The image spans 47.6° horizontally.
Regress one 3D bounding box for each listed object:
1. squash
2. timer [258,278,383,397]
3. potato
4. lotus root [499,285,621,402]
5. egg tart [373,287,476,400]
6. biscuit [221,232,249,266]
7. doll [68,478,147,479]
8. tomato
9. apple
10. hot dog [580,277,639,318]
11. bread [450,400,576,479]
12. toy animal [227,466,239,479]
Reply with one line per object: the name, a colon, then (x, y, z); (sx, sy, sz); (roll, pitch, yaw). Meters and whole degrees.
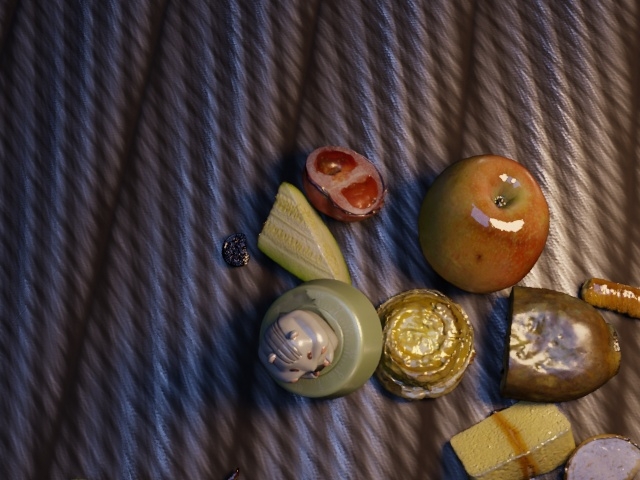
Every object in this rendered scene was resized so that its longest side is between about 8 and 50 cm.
squash: (0.000, 0.000, 1.826); (0.288, 0.111, 0.203); (30, 109, 15)
timer: (-0.032, 0.229, 1.625); (0.290, 0.315, 0.291); (-1, 86, 17)
potato: (0.612, 0.539, 1.636); (0.138, 0.098, 0.243); (35, 85, 16)
lotus root: (0.561, 0.243, 1.675); (0.260, 0.149, 0.267); (8, 62, 10)
egg tart: (0.239, 0.245, 1.750); (0.278, 0.095, 0.279); (-1, 75, 5)
biscuit: (-0.216, 0.025, 1.881); (0.087, 0.027, 0.089); (36, 79, 14)
doll: (-0.493, 0.670, 1.617); (0.283, 0.216, 0.269); (-2, 67, 6)
tomato: (0.056, -0.132, 1.863); (0.199, 0.112, 0.228); (-31, 73, -34)
apple: (0.389, -0.045, 1.726); (0.318, 0.277, 0.319); (-1, 68, 1)
hot dog: (0.780, 0.151, 1.754); (0.288, 0.068, 0.083); (13, 82, 7)
bread: (0.449, 0.477, 1.664); (0.265, 0.142, 0.178); (-28, 89, -3)
toy animal: (-0.145, 0.647, 1.664); (0.243, 0.087, 0.260); (43, 84, 13)
